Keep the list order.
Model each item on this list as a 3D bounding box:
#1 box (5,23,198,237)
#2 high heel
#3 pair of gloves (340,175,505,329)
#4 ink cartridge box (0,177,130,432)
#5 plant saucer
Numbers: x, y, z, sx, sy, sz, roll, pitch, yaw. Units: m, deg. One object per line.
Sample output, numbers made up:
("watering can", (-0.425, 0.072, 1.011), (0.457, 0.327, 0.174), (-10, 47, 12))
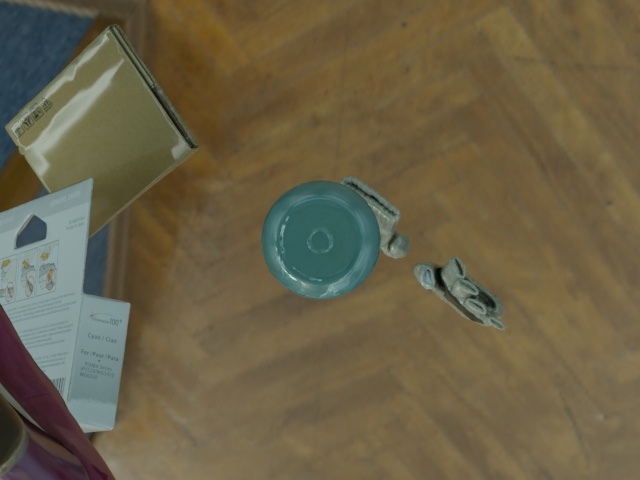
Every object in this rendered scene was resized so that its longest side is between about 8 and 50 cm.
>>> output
("box", (-0.246, -0.115, 1.646), (0.201, 0.021, 0.164), (-36, 86, 32))
("high heel", (-0.266, 0.151, 1.225), (0.127, 0.377, 0.181), (-36, 125, -4))
("pair of gloves", (0.096, 0.019, 1.624), (0.240, 0.204, 0.042), (39, 83, -5))
("ink cartridge box", (-0.308, 0.086, 1.657), (0.066, 0.261, 0.296), (14, 164, -33))
("plant saucer", (0.000, 0.000, 1.471), (0.119, 0.021, 0.119), (0, 93, 3))
